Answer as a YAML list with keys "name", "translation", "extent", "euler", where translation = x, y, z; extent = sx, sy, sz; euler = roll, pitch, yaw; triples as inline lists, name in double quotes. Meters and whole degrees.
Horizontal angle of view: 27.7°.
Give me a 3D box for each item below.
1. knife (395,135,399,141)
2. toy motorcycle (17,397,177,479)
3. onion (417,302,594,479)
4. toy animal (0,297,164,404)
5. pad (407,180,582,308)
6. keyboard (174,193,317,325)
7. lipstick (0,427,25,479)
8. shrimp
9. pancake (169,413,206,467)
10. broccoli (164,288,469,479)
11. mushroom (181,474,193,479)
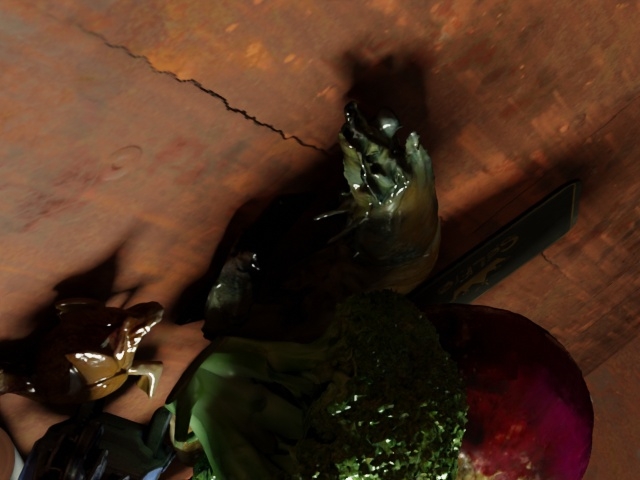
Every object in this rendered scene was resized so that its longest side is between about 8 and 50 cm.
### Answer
- name: "knife"
  translation: [0.061, -0.039, 1.411]
  extent: [0.047, 0.017, 0.298]
  euler: [-24, 157, -15]
- name: "toy motorcycle"
  translation: [-0.230, 0.262, 1.268]
  extent: [0.358, 0.125, 0.213]
  euler: [39, 69, -88]
- name: "onion"
  translation: [0.173, 0.214, 1.677]
  extent: [0.348, 0.348, 0.385]
  euler: [-45, -162, 21]
- name: "toy animal"
  translation: [-0.222, 0.100, 1.166]
  extent: [0.179, 0.089, 0.188]
  euler: [-4, 155, -40]
- name: "pad"
  translation: [0.240, 0.062, 1.858]
  extent: [0.375, 0.063, 0.315]
  euler: [-36, 160, -3]
- name: "keyboard"
  translation: [-0.078, 0.021, 1.328]
  extent: [0.063, 0.010, 0.198]
  euler: [-9, 147, -53]
- name: "lipstick"
  translation: [-0.336, 0.279, 1.362]
  extent: [0.087, 0.087, 0.327]
  euler: [-30, 159, -16]
- name: "shrimp"
  translation: [0.000, 0.000, 1.286]
  extent: [0.272, 0.085, 0.445]
  euler: [-21, 156, -11]
- name: "pancake"
  translation: [-0.039, 0.153, 1.609]
  extent: [0.356, 0.065, 0.356]
  euler: [-33, 160, -13]
- name: "broccoli"
  translation: [-0.001, 0.215, 1.306]
  extent: [0.321, 0.310, 0.413]
  euler: [-19, -166, 14]
- name: "mushroom"
  translation: [-0.191, 0.376, 1.602]
  extent: [0.278, 0.163, 0.297]
  euler: [-12, 166, 12]
